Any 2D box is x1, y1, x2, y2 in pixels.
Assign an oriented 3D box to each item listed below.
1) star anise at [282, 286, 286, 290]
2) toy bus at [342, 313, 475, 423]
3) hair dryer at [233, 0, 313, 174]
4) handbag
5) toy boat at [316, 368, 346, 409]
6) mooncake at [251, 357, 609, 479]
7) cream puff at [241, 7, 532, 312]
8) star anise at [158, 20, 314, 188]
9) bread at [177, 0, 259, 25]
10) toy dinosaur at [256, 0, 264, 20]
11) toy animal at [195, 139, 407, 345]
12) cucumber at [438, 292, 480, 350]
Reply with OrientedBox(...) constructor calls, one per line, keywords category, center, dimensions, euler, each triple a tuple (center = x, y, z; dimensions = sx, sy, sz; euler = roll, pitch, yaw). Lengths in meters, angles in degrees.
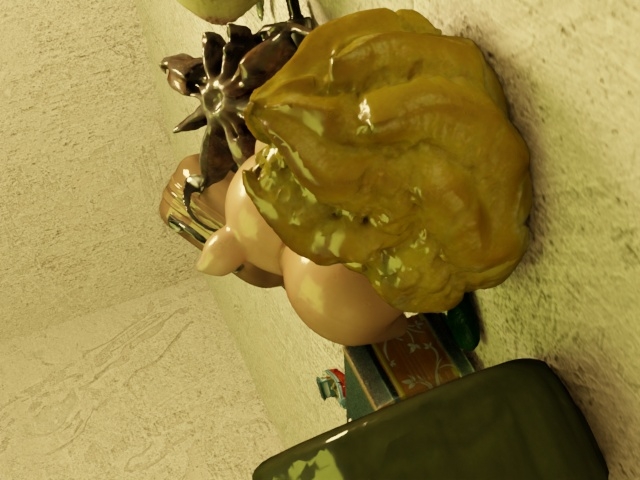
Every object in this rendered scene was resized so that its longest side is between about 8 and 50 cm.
OrientedBox(category="star anise", center=(-0.083, 0.011, 1.954), dimensions=(0.283, 0.129, 0.212), euler=(65, 174, -11))
OrientedBox(category="toy bus", center=(0.122, 0.242, 1.314), dimensions=(0.275, 0.167, 0.138), euler=(85, 161, -48))
OrientedBox(category="hair dryer", center=(-0.022, -0.224, 1.508), dimensions=(0.320, 0.155, 0.284), euler=(169, 103, -64))
OrientedBox(category="handbag", center=(-0.156, -0.038, 1.688), dimensions=(0.302, 0.283, 0.149), euler=(36, 112, 17))
OrientedBox(category="toy boat", center=(0.033, 0.331, 2.041), dimensions=(0.173, 0.058, 0.069), euler=(-155, 48, -72))
OrientedBox(category="mooncake", center=(0.115, 0.261, 0.964), dimensions=(0.356, 0.356, 0.194), euler=(120, 129, -73))
OrientedBox(category="cream puff", center=(0.050, -0.066, 0.969), dimensions=(0.324, 0.257, 0.291), euler=(109, 144, -57))
OrientedBox(category="star anise", center=(-0.103, -0.210, 1.408), dimensions=(0.359, 0.139, 0.316), euler=(36, 128, 28))
OrientedBox(category="bread", center=(-0.117, -0.456, 1.243), dimensions=(0.155, 0.187, 0.338), euler=(40, 160, 9))
OrientedBox(category="toy dinosaur", center=(-0.124, -0.507, 1.486), dimensions=(0.147, 0.076, 0.363), euler=(-115, 9, -55))
OrientedBox(category="toy animal", center=(0.000, 0.000, 1.242), dimensions=(0.237, 0.269, 0.326), euler=(-58, 26, 22))
OrientedBox(category="cucumber", center=(0.143, 0.007, 1.161), dimensions=(0.056, 0.056, 0.284), euler=(164, 84, -77))
